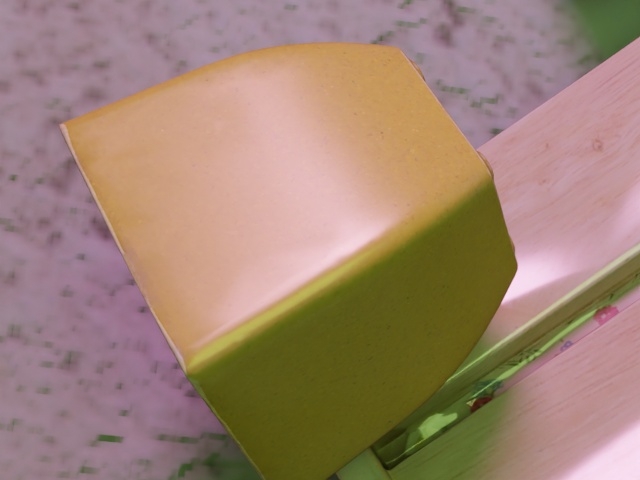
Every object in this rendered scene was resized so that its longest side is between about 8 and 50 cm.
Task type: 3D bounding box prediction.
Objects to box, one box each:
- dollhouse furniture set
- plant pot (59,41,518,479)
[{"bbox_3d":[0.077,0.092,0.445,0.303,0.174,0.355,-33,56,0],"label":"dollhouse furniture set"},{"bbox_3d":[0.000,0.000,0.376,0.083,0.081,0.081,-29,56,-2],"label":"plant pot"}]
